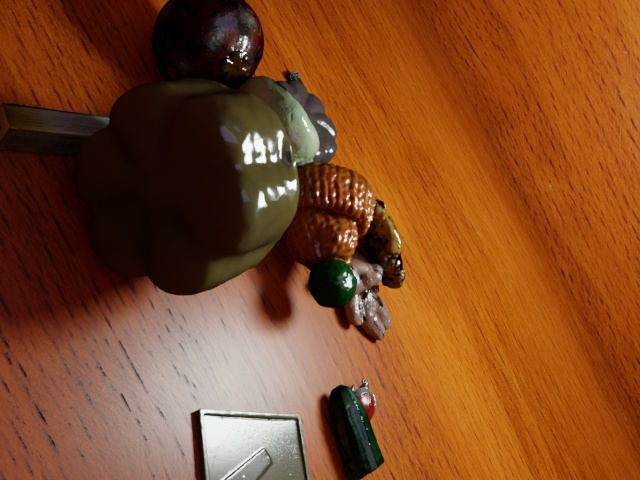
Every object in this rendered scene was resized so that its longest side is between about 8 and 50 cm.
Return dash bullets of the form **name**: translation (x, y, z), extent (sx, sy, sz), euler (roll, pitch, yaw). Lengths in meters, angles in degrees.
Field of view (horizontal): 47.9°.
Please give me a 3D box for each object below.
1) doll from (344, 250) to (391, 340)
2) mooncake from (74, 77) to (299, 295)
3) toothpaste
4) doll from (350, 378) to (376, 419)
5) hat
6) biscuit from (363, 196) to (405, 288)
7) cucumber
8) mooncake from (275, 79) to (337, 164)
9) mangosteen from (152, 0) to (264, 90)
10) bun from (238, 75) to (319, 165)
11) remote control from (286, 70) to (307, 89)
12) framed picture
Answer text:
- **doll**: translation (0.145, 0.158, 2.162), extent (0.303, 0.156, 0.201), euler (52, 36, -19)
- **mooncake**: translation (-0.289, -0.119, 1.546), extent (0.262, 0.467, 0.467), euler (-19, 82, -61)
- **toothpaste**: translation (-0.569, -0.241, 1.609), extent (0.313, 0.089, 0.071), euler (-2, 61, -51)
- **doll**: translation (0.114, 0.474, 1.984), extent (0.104, 0.062, 0.194), euler (18, 58, -19)
- **hat**: translation (0.000, 0.000, 2.031), extent (0.285, 0.285, 0.400), euler (25, 65, -40)
- **biscuit**: translation (0.180, 0.012, 2.233), extent (0.334, 0.081, 0.289), euler (89, -17, -71)
- **cucumber**: translation (0.088, 0.498, 1.898), extent (0.115, 0.063, 0.243), euler (-17, 75, -24)
- **mooncake**: translation (-0.083, -0.344, 2.225), extent (0.306, 0.154, 0.306), euler (27, 48, -34)
- **mangosteen**: translation (-0.325, -0.553, 1.972), extent (0.359, 0.306, 0.306), euler (42, 25, 30)
- **bun**: translation (-0.140, -0.300, 1.949), extent (0.283, 0.179, 0.283), euler (48, -9, 10)
- **remote control**: translation (-0.049, -0.482, 2.462), extent (0.212, 0.028, 0.059), euler (59, 34, -2)
- **framed picture**: translation (-0.147, 0.514, 1.668), extent (0.324, 0.020, 0.240), euler (16, 55, -44)
